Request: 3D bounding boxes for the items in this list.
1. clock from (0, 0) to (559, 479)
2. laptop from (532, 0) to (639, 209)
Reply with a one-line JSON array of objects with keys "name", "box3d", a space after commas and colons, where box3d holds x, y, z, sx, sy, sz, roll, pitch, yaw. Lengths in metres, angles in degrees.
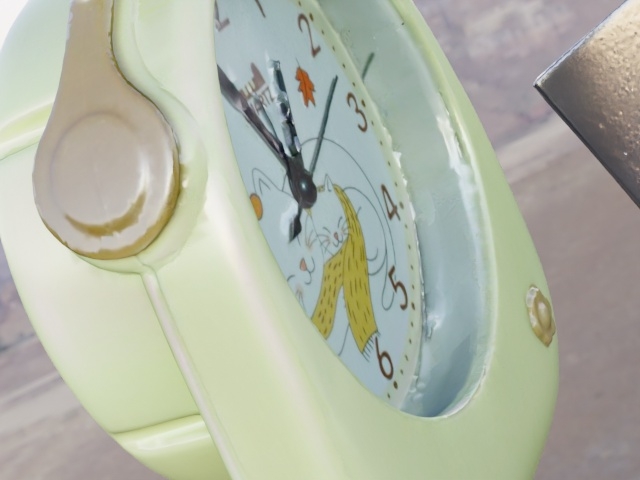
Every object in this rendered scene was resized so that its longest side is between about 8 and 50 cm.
[{"name": "clock", "box3d": [-0.022, -0.014, 0.703, 0.117, 0.348, 0.286, -20, 17, 27]}, {"name": "laptop", "box3d": [0.298, -0.109, 1.424, 0.135, 0.197, 0.016, -41, -2, 16]}]
